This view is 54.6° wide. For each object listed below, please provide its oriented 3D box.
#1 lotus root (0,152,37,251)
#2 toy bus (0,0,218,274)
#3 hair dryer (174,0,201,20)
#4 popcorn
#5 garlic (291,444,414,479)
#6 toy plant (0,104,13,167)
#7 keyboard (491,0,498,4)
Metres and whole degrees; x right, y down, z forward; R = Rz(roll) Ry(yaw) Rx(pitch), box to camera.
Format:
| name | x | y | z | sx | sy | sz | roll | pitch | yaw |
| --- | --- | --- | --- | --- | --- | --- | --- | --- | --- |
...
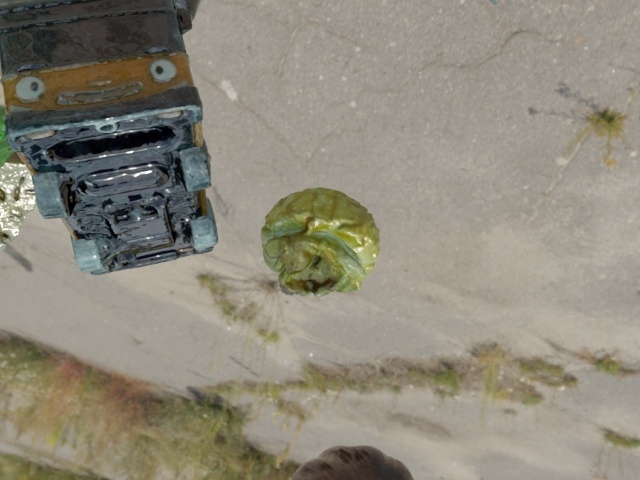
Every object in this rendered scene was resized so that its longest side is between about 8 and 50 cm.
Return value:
| name | x | y | z | sx | sy | sz | roll | pitch | yaw |
| --- | --- | --- | --- | --- | --- | --- | --- | --- | --- |
| lotus root | -0.629 | -0.093 | 1.195 | 0.138 | 0.234 | 0.119 | 22 | -161 | -35 |
| toy bus | -0.199 | -0.100 | 0.626 | 0.162 | 0.194 | 0.323 | -12 | 161 | -13 |
| hair dryer | -0.331 | -0.570 | 1.133 | 0.107 | 0.189 | 0.352 | 1 | 157 | 28 |
| popcorn | 0.000 | 0.000 | 1.153 | 0.221 | 0.183 | 0.204 | 4 | 127 | 4 |
| garlic | 0.059 | 0.409 | 0.890 | 0.245 | 0.244 | 0.160 | 29 | 142 | -13 |
| toy plant | -0.436 | -0.088 | 0.679 | 0.155 | 0.240 | 0.088 | -16 | 108 | 40 |
| keyboard | 0.324 | -0.444 | 0.956 | 0.055 | 0.014 | 0.176 | 23 | 129 | -39 |
